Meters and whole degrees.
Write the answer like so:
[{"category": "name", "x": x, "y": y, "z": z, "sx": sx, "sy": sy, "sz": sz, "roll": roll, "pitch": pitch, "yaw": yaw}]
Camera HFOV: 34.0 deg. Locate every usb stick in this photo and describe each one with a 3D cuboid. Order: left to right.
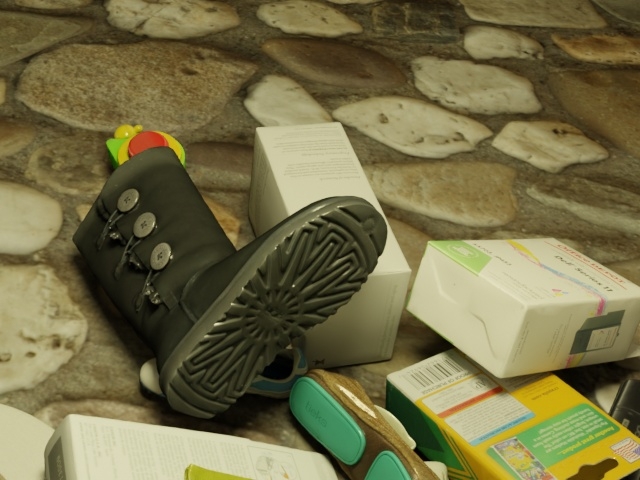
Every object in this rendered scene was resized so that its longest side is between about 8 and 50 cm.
[{"category": "usb stick", "x": 0.421, "y": 0.296, "z": 1.466, "sx": 0.077, "sy": 0.045, "sz": 0.278, "roll": 29, "pitch": 44, "yaw": 13}]

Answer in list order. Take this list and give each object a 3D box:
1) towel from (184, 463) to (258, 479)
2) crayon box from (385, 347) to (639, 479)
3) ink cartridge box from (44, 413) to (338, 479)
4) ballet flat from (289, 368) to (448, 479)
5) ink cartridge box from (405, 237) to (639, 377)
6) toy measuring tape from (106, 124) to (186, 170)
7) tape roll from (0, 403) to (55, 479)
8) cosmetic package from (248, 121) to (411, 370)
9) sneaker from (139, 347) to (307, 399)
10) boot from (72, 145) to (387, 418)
[{"category": "towel", "x": -0.050, "y": 0.331, "z": 1.258, "sx": 0.237, "sy": 0.021, "sz": 0.102, "roll": 19, "pitch": 31, "yaw": -27}, {"category": "crayon box", "x": 0.261, "y": 0.262, "z": 1.405, "sx": 0.203, "sy": 0.083, "sz": 0.323, "roll": -18, "pitch": 35, "yaw": -28}, {"category": "ink cartridge box", "x": -0.121, "y": 0.371, "z": 1.238, "sx": 0.385, "sy": 0.091, "sz": 0.308, "roll": 16, "pitch": 33, "yaw": -33}, {"category": "ballet flat", "x": 0.090, "y": 0.294, "z": 1.381, "sx": 0.124, "sy": 0.116, "sz": 0.342, "roll": 1, "pitch": 32, "yaw": -40}, {"category": "ink cartridge box", "x": 0.329, "y": 0.088, "z": 1.540, "sx": 0.353, "sy": 0.119, "sz": 0.207, "roll": -1, "pitch": 26, "yaw": -39}, {"category": "toy measuring tape", "x": -0.255, "y": -0.084, "z": 1.746, "sx": 0.121, "sy": 0.121, "sz": 0.330, "roll": -17, "pitch": 55, "yaw": -27}, {"category": "tape roll", "x": -0.461, "y": 0.352, "z": 1.227, "sx": 0.392, "sy": 0.072, "sz": 0.392, "roll": 5, "pitch": 41, "yaw": -4}, {"category": "cosmetic package", "x": 0.000, "y": 0.000, "z": 1.622, "sx": 0.155, "sy": 0.197, "sz": 0.366, "roll": -6, "pitch": 44, "yaw": -17}, {"category": "sneaker", "x": -0.136, "y": 0.177, "z": 1.477, "sx": 0.237, "sy": 0.086, "sz": 0.085, "roll": 0, "pitch": 43, "yaw": -8}, {"category": "boot", "x": -0.149, "y": -0.011, "z": 1.485, "sx": 0.367, "sy": 0.146, "sz": 0.445, "roll": -41, "pitch": 37, "yaw": 0}]
